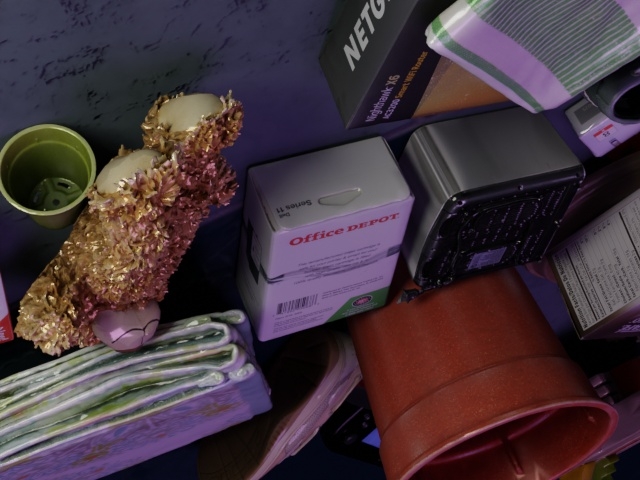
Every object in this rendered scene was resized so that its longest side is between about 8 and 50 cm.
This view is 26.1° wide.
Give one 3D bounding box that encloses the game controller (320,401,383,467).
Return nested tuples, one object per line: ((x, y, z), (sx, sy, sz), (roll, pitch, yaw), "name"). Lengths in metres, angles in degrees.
((0.127, 0.255, 1.940), (0.166, 0.067, 0.319), (-35, 149, 17), "game controller")

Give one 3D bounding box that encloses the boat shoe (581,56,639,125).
((0.417, -0.155, 1.386), (0.319, 0.099, 0.116), (1, 129, -8), "boat shoe")

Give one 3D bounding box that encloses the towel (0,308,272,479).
((-0.214, 0.180, 1.483), (0.320, 0.090, 0.374), (-19, 166, -4), "towel")

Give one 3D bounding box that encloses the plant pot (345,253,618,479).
((0.157, 0.140, 1.572), (0.272, 0.265, 0.272), (-17, 150, -10), "plant pot")

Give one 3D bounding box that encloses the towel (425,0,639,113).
((0.260, -0.212, 1.083), (0.325, 0.038, 0.248), (-29, 158, 23), "towel")

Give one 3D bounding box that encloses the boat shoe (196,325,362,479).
((-0.046, 0.221, 1.722), (0.098, 0.109, 0.302), (9, 130, -43), "boat shoe")

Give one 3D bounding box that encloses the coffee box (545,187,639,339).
((0.424, -0.004, 1.557), (0.168, 0.119, 0.297), (-1, 152, -40), "coffee box")

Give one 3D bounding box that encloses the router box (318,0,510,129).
((0.158, -0.217, 1.149), (0.243, 0.081, 0.309), (-12, 159, -21), "router box")

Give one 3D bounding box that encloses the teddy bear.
((-0.161, 0.002, 1.221), (0.338, 0.113, 0.245), (-53, -178, 32), "teddy bear")

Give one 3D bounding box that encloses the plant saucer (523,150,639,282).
((0.374, -0.025, 1.691), (0.278, 0.041, 0.278), (-20, 154, -10), "plant saucer")

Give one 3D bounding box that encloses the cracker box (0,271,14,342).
((-0.401, 0.060, 1.235), (0.232, 0.067, 0.156), (-17, 150, -15), "cracker box")

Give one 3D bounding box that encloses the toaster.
((0.161, -0.039, 1.456), (0.185, 0.110, 0.168), (-13, 147, -21), "toaster")

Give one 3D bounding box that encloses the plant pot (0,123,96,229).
((-0.232, -0.046, 1.195), (0.083, 0.083, 0.079), (-19, 161, -10), "plant pot")

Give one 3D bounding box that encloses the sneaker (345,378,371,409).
((0.142, 0.146, 1.756), (0.270, 0.145, 0.090), (5, 155, 20), "sneaker")

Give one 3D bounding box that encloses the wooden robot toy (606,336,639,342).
((0.495, 0.113, 1.994), (0.173, 0.076, 0.079), (-30, 161, 8), "wooden robot toy")

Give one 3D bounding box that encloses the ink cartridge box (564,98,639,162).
((0.365, -0.136, 1.525), (0.145, 0.045, 0.179), (-35, 146, 17), "ink cartridge box")

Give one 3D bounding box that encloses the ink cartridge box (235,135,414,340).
((0.000, 0.000, 1.420), (0.153, 0.087, 0.208), (-14, 149, -18), "ink cartridge box")

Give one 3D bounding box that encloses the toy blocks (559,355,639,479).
((0.464, 0.236, 2.023), (0.261, 0.191, 0.381), (-34, 163, 24), "toy blocks")
